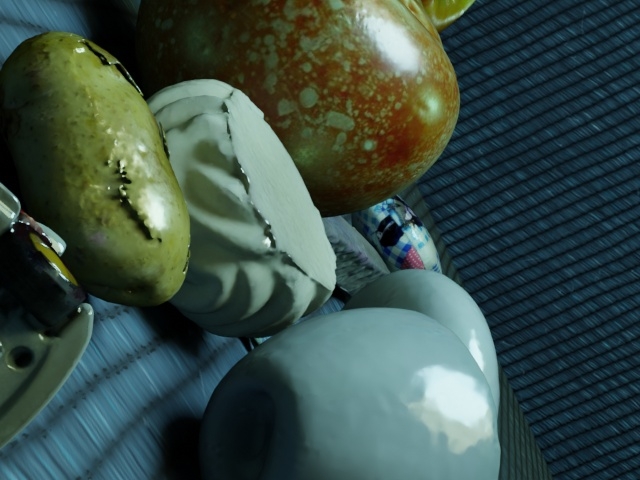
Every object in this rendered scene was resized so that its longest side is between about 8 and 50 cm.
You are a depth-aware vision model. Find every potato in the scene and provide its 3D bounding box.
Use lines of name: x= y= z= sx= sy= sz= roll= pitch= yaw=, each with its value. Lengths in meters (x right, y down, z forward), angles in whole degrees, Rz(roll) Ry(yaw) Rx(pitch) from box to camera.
potato: x=-0.124 y=-0.043 z=0.735 sx=0.107 sy=0.080 sz=0.170 roll=25 pitch=41 yaw=-57

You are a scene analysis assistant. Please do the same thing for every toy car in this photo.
toy car: x=-0.152 y=0.003 z=0.432 sx=0.139 sy=0.112 sz=0.112 roll=51 pitch=-1 yaw=-22

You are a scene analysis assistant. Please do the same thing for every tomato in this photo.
tomato: x=-0.027 y=-0.139 z=1.063 sx=0.270 sy=0.223 sz=0.270 roll=51 pitch=13 yaw=-16

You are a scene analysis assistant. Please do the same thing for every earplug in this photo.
earplug: x=0.025 y=0.122 z=0.868 sx=0.325 sy=0.175 sz=0.214 roll=-30 pitch=140 yaw=-83

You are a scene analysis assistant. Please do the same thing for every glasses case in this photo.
glasses case: x=0.097 y=0.028 z=1.641 sx=0.125 sy=0.076 sz=0.327 roll=55 pitch=-6 yaw=20

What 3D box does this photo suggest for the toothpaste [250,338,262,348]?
toothpaste: x=-0.062 y=0.006 z=1.088 sx=0.205 sy=0.036 sz=0.056 roll=-96 pitch=161 yaw=-52

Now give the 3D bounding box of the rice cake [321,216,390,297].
rice cake: x=0.000 y=0.001 z=1.347 sx=0.070 sy=0.064 sz=0.399 roll=58 pitch=7 yaw=18

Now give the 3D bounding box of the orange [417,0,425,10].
orange: x=-0.004 y=-0.210 z=1.355 sx=0.271 sy=0.210 sz=0.368 roll=34 pitch=18 yaw=-25

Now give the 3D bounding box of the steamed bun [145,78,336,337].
steamed bun: x=-0.070 y=-0.015 z=0.880 sx=0.183 sy=0.106 sz=0.183 roll=56 pitch=16 yaw=-25

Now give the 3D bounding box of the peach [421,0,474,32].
peach: x=0.084 y=-0.377 z=1.523 sx=0.274 sy=0.248 sz=0.245 roll=48 pitch=47 yaw=8
